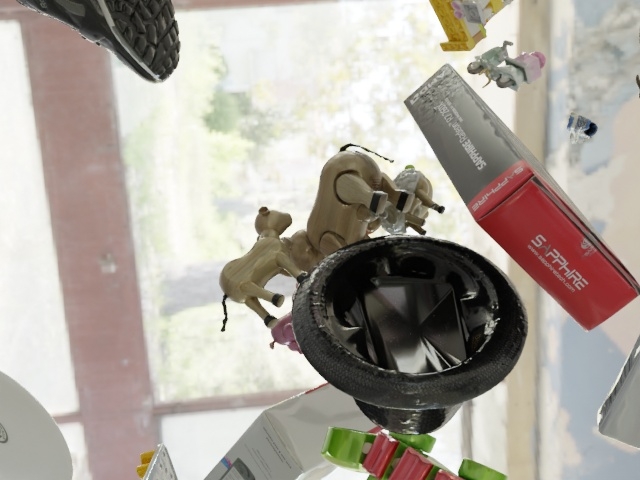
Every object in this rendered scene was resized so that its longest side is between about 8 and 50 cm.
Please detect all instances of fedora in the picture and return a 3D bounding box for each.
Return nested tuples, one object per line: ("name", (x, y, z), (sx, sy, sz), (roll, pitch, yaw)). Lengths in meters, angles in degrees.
("fedora", (0.113, 0.137, 1.290), (0.334, 0.334, 0.152), (-100, -172, -55))

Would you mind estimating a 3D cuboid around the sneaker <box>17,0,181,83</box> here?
("sneaker", (-0.274, -0.286, 1.093), (0.283, 0.124, 0.107), (52, 41, -28))

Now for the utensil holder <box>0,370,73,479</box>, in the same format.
("utensil holder", (-0.609, 0.402, 1.469), (0.327, 0.385, 0.327), (43, 10, -9))

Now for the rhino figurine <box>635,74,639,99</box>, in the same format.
("rhino figurine", (0.775, -0.300, 2.100), (0.106, 0.243, 0.073), (-63, -168, 12))

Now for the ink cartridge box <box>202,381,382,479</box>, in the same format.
("ink cartridge box", (-0.062, 0.392, 1.748), (0.131, 0.226, 0.306), (52, -49, 18))

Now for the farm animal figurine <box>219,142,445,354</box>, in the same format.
("farm animal figurine", (0.000, 0.000, 1.477), (0.330, 0.172, 0.326), (19, 103, -57))

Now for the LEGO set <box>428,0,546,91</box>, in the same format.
("LEGO set", (0.165, -0.294, 0.985), (0.132, 0.107, 0.287), (33, -25, 38))

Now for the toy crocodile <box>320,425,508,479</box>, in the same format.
("toy crocodile", (0.142, 0.322, 1.304), (0.341, 0.105, 0.115), (21, -99, 45))

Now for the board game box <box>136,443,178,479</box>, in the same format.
("board game box", (-0.254, 0.592, 1.639), (0.390, 0.050, 0.389), (-84, 158, -79))

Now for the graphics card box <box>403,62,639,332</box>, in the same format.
("graphics card box", (0.247, -0.068, 1.263), (0.233, 0.094, 0.371), (40, 17, -27))

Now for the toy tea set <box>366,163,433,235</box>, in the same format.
("toy tea set", (0.079, 0.024, 1.750), (0.124, 0.200, 0.336), (27, -64, 49))

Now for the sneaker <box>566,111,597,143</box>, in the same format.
("sneaker", (0.590, -0.243, 2.194), (0.135, 0.058, 0.052), (23, 84, -64))

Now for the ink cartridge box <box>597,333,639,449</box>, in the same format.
("ink cartridge box", (0.391, 0.115, 0.856), (0.045, 0.224, 0.223), (-59, 169, -64))
